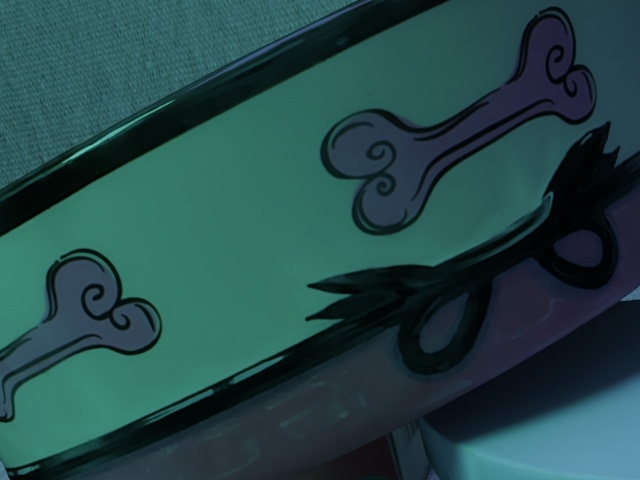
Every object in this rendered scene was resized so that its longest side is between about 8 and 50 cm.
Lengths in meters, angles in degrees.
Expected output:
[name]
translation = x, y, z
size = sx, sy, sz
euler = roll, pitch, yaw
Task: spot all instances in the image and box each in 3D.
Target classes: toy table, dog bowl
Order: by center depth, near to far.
[toy table]
translation = 0.152, 0.127, 0.554
size = 0.252, 0.161, 0.274
euler = -15, 8, -3
[dog bowl]
translation = 0.000, 0.000, 0.657
size = 0.408, 0.150, 0.408
euler = -27, 1, 1

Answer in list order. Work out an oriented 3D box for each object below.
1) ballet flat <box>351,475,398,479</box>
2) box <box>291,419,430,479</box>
[ballet flat]
translation = -0.030, 0.205, 0.778
size = 0.213, 0.072, 0.068
euler = -18, 35, -18
[box]
translation = -0.046, 0.140, 0.990
size = 0.232, 0.127, 0.148
euler = -14, 7, 15
